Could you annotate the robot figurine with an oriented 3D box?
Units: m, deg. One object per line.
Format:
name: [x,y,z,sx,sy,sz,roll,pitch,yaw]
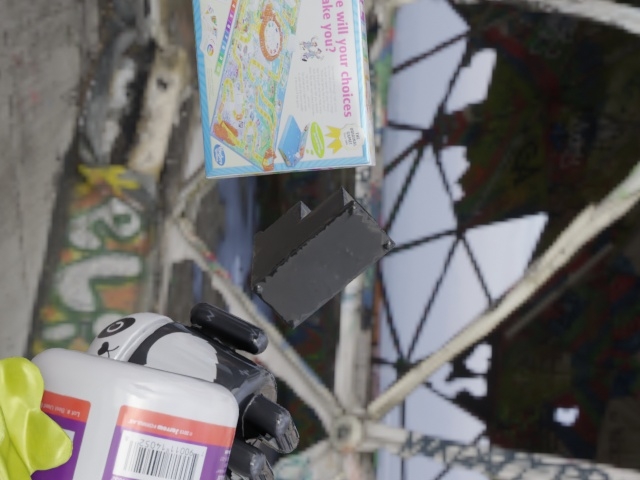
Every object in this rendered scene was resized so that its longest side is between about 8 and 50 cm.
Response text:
robot figurine: [-0.165,0.198,1.473,0.209,0.278,0.173,-32,143,-55]

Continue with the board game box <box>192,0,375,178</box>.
board game box: [-0.024,-0.118,0.739,0.026,0.103,0.154,-9,95,-80]

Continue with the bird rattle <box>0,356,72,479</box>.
bird rattle: [-0.320,0.134,0.844,0.143,0.253,0.207,69,37,-55]

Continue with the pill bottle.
pill bottle: [-0.186,0.260,0.988,0.181,0.181,0.323,63,40,-80]

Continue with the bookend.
bookend: [0.000,0.000,1.407,0.072,0.156,0.157,45,14,-18]
